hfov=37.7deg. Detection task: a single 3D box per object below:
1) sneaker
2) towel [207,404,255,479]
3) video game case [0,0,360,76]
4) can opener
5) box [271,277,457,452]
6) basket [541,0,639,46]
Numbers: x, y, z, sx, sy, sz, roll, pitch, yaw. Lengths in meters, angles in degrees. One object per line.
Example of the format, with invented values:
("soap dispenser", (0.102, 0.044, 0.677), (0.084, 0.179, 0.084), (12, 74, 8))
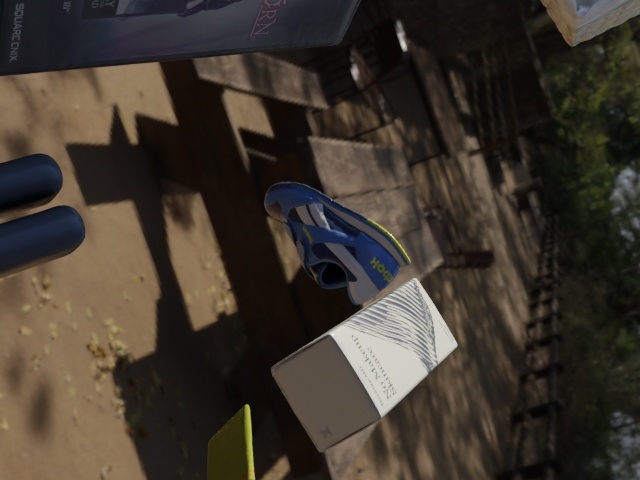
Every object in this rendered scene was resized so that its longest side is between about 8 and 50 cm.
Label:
("sneaker", (0.000, 0.000, 0.724), (0.144, 0.059, 0.053), (30, -11, 39))
("towel", (-0.131, 0.355, 1.401), (0.021, 0.102, 0.237), (37, 19, -24))
("video game case", (-0.070, -0.193, 0.601), (0.026, 0.274, 0.196), (62, -35, 25))
("can opener", (-0.261, 0.014, 0.513), (0.280, 0.093, 0.074), (-20, 86, -38))
("box", (0.061, 0.138, 1.107), (0.113, 0.094, 0.275), (58, 27, 3))
("basket", (0.285, -0.273, 0.888), (0.113, 0.167, 0.103), (63, 7, 11))
